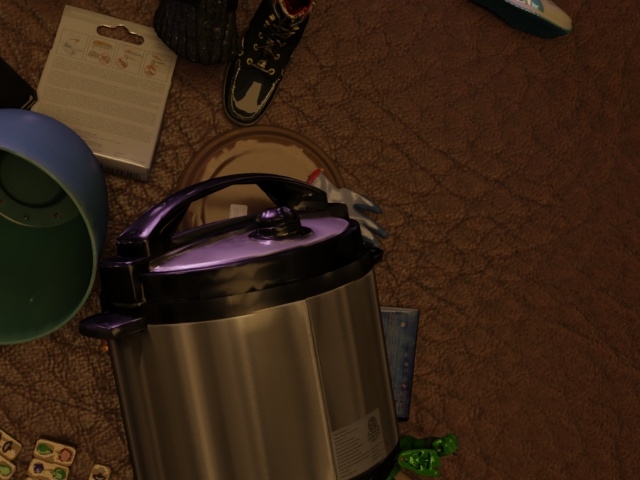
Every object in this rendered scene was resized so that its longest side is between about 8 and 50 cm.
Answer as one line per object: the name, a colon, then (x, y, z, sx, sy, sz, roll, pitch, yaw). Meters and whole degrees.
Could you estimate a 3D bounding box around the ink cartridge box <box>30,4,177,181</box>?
ink cartridge box: (-0.323, -0.221, 1.491, 0.189, 0.066, 0.232, 14, 65, -9)

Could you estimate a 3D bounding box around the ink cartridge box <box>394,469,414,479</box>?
ink cartridge box: (0.056, 0.446, 1.504, 0.193, 0.088, 0.234, 39, 81, -5)

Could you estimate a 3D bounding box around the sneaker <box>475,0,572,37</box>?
sneaker: (0.311, -0.405, 1.581, 0.229, 0.087, 0.092, 30, 81, -10)

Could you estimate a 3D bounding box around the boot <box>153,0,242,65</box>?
boot: (-0.186, -0.442, 1.463, 0.131, 0.348, 0.260, -1, 130, -11)

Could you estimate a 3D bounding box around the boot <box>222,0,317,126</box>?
boot: (-0.075, -0.292, 1.460, 0.085, 0.178, 0.236, 24, 83, -9)

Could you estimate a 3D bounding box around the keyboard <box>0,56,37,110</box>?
keyboard: (-0.505, -0.230, 1.440, 0.180, 0.023, 0.108, 43, 83, 11)

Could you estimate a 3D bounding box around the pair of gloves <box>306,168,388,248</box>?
pair of gloves: (0.000, 0.000, 1.504, 0.159, 0.023, 0.198, 41, 83, -5)

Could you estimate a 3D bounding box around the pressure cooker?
pressure cooker: (-0.091, 0.122, 1.304, 0.376, 0.370, 0.420, -8, 100, 6)

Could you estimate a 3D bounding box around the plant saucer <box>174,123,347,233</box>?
plant saucer: (-0.087, -0.043, 1.522, 0.278, 0.041, 0.277, 0, 89, -10)

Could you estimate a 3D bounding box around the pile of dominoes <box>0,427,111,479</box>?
pile of dominoes: (-0.432, 0.411, 1.444, 0.196, 0.040, 0.251, 18, 85, -9)

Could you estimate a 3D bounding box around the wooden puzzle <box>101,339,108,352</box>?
wooden puzzle: (-0.289, 0.159, 1.494, 0.083, 0.006, 0.049, -11, 90, -10)

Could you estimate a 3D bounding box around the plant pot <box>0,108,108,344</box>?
plant pot: (-0.419, -0.045, 1.336, 0.293, 0.235, 0.292, 1, 118, 2)

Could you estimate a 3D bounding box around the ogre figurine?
ogre figurine: (0.094, 0.326, 1.414, 0.097, 0.118, 0.197, 45, 80, -9)

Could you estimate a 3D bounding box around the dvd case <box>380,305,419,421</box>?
dvd case: (0.022, 0.186, 1.532, 0.253, 0.022, 0.180, 5, 94, -10)
